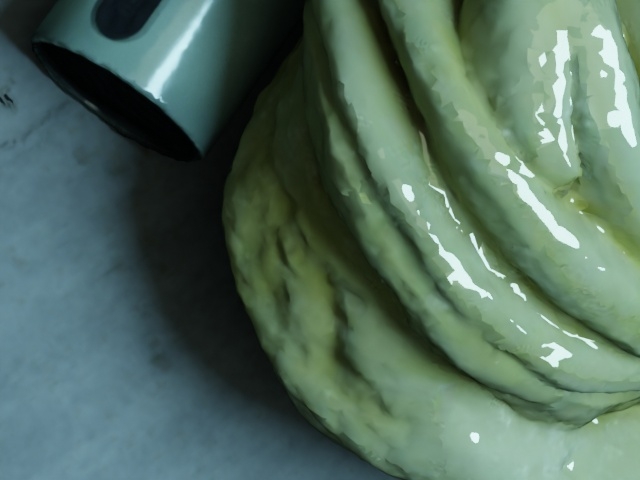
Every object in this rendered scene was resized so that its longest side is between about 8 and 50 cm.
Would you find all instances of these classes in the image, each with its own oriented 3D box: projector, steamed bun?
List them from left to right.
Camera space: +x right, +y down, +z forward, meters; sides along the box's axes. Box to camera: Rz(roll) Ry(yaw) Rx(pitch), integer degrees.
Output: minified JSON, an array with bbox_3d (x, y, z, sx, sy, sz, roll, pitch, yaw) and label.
[{"bbox_3d":[-0.009,-0.202,0.970,0.108,0.108,0.337,38,80,-20],"label":"projector"},{"bbox_3d":[0.123,-0.029,0.931,0.325,0.230,0.372,-4,109,-38],"label":"steamed bun"}]
